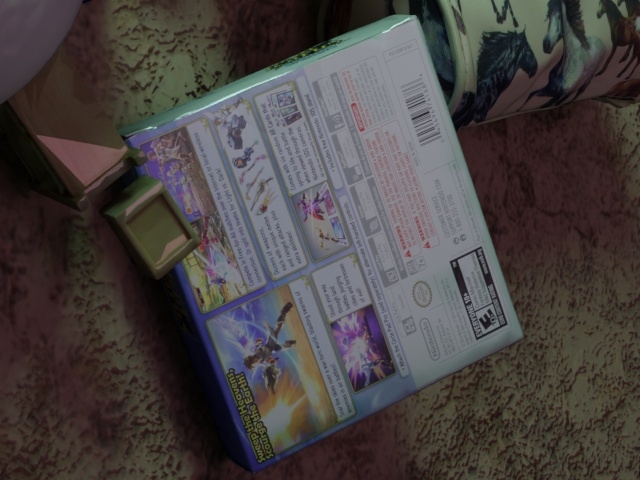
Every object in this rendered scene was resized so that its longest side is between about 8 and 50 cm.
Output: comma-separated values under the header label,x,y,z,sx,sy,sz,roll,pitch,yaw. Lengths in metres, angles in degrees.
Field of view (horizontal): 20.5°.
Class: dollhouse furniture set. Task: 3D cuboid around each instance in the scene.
label,x,y,z,sx,sy,sz,roll,pitch,yaw
dollhouse furniture set,-0.205,-0.027,1.169,0.161,0.101,0.182,-40,117,-17

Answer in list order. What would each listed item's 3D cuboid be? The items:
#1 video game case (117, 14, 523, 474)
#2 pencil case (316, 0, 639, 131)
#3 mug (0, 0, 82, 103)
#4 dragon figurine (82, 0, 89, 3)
label,x,y,z,sx,sy,sz,roll,pitch,yaw
video game case,0.000,0.000,1.319,0.244,0.061,0.269,-25,105,-20
pencil case,0.172,-0.177,1.539,0.410,0.160,0.183,-14,108,-48
mug,-0.309,-0.165,0.936,0.374,0.276,0.328,-59,142,-6
dragon figurine,-0.152,-0.222,1.215,0.144,0.085,0.289,44,43,-23
